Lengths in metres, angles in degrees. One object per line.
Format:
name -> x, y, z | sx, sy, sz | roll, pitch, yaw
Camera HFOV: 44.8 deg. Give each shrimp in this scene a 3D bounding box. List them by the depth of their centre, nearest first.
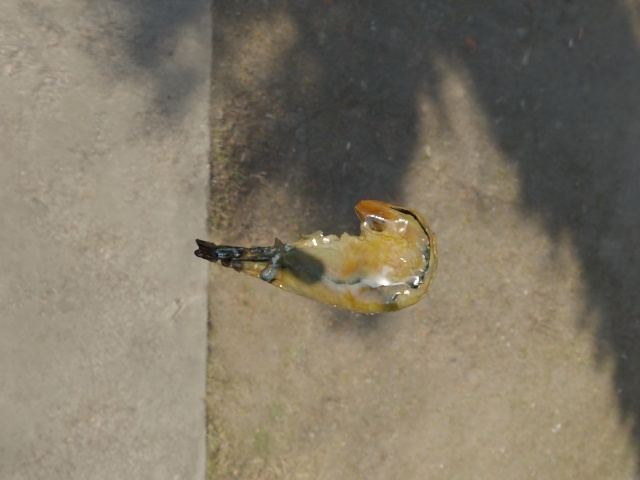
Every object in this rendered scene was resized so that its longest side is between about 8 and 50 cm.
shrimp -> -0.003, 0.008, 0.815 | 0.066, 0.262, 0.117 | 59, 48, -61
